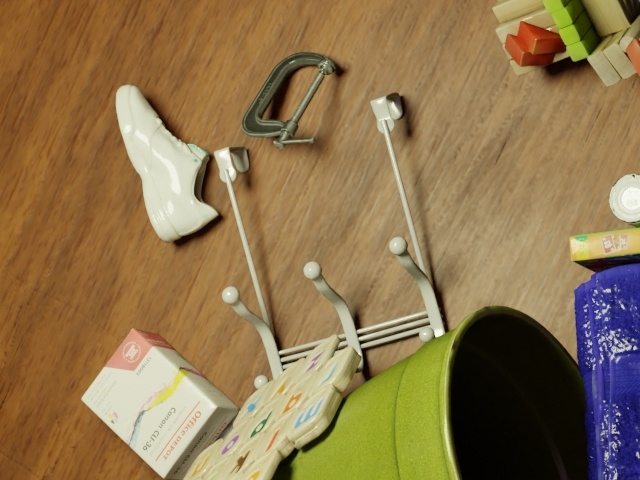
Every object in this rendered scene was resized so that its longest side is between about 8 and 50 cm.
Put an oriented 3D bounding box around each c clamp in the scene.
[{"bbox_3d":[-0.029,-0.171,2.093,0.137,0.022,0.161,-3,50,39],"label":"c clamp"}]

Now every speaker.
[{"bbox_3d":[0.361,-0.036,1.869,0.055,0.136,0.055,-4,81,28],"label":"speaker"}]

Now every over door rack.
[{"bbox_3d":[0.000,0.000,2.043,0.239,0.108,0.324,-16,74,20],"label":"over door rack"}]

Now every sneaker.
[{"bbox_3d":[-0.190,-0.108,2.175,0.094,0.080,0.212,-22,79,7],"label":"sneaker"}]

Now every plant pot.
[{"bbox_3d":[0.099,0.301,1.840,0.353,0.366,0.366,-25,71,31],"label":"plant pot"}]

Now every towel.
[{"bbox_3d":[0.377,0.162,1.779,0.227,0.076,0.308,-10,61,20],"label":"towel"}]

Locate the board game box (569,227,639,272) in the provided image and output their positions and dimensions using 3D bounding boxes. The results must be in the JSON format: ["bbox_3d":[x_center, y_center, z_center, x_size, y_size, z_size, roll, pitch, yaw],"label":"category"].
[{"bbox_3d":[0.410,0.002,1.846,0.259,0.124,0.039,-10,77,23],"label":"board game box"}]

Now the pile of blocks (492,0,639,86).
[{"bbox_3d":[0.348,-0.236,1.886,0.362,0.112,0.149,7,123,25],"label":"pile of blocks"}]

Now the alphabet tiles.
[{"bbox_3d":[-0.068,0.222,1.885,0.021,0.278,0.284,45,125,-11],"label":"alphabet tiles"}]

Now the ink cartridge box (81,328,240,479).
[{"bbox_3d":[-0.183,0.214,2.111,0.198,0.067,0.115,39,97,24],"label":"ink cartridge box"}]
